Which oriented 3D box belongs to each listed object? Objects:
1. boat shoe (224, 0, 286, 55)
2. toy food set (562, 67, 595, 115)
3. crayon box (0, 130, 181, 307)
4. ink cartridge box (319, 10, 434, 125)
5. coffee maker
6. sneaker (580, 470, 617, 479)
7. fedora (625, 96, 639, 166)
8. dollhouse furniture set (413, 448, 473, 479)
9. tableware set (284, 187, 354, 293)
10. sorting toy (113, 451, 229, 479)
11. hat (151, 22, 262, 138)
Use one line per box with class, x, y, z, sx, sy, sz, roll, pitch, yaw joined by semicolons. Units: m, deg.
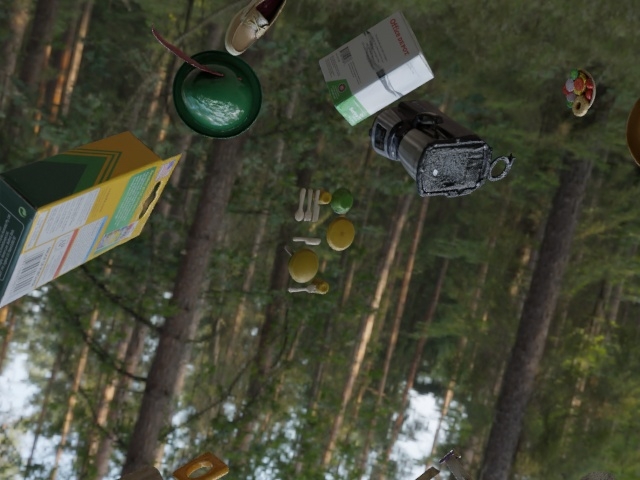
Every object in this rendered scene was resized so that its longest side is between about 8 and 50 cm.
boat shoe;-0.103;-0.355;1.170;0.050;0.135;0.045;39;169;-36
toy food set;0.502;-0.290;1.417;0.020;0.083;0.083;-9;-133;-17
crayon box;-0.375;-0.048;1.131;0.083;0.203;0.323;40;-148;8
ink cartridge box;0.118;-0.367;1.558;0.208;0.153;0.087;-28;143;18
coffee maker;0.191;-0.149;1.204;0.171;0.120;0.178;16;-158;-31
sneaker;0.489;0.563;1.255;0.102;0.293;0.146;-11;128;47
fedora;0.515;-0.164;0.984;0.194;0.194;0.079;13;168;29
dollhouse furniture set;0.257;0.500;1.510;0.081;0.114;0.091;52;-175;17
tableware set;0.000;0.000;1.026;0.104;0.154;0.024;3;-173;-33
sorting toy;-0.277;0.390;0.960;0.347;0.047;0.196;-21;-163;-18
hat;-0.219;-0.282;1.374;0.208;0.173;0.183;18;-171;-2
